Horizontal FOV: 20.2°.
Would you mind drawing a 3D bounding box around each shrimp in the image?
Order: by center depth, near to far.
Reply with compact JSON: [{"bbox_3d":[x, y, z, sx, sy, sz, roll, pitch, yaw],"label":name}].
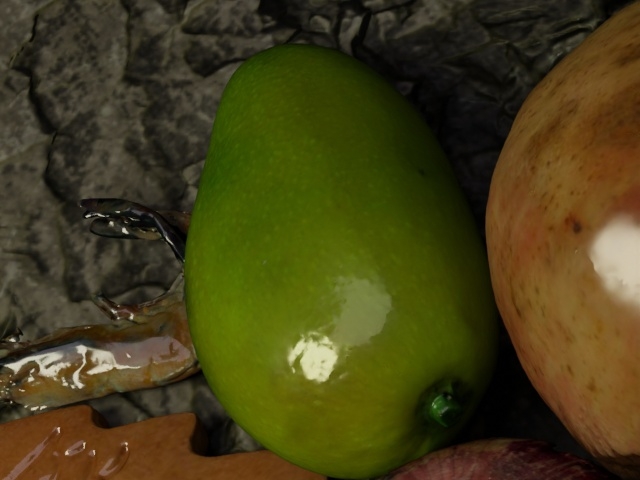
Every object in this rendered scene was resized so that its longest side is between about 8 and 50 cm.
[{"bbox_3d":[-0.162,0.043,1.232,0.219,0.046,0.152,-17,60,6],"label":"shrimp"}]

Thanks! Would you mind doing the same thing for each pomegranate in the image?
[{"bbox_3d":[0.250,0.001,0.964,0.322,0.322,0.322,-8,61,15],"label":"pomegranate"}]

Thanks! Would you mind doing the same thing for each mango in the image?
[{"bbox_3d":[0.000,0.000,1.134,0.192,0.156,0.343,-28,45,12],"label":"mango"}]

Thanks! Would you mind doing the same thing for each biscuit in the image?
[{"bbox_3d":[-0.146,0.209,1.139,0.306,0.043,0.284,29,75,30],"label":"biscuit"}]

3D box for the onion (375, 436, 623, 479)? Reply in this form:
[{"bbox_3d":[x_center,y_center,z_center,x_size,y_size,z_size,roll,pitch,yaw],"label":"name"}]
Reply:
[{"bbox_3d":[0.095,0.218,0.965,0.246,0.190,0.246,-15,41,13],"label":"onion"}]
